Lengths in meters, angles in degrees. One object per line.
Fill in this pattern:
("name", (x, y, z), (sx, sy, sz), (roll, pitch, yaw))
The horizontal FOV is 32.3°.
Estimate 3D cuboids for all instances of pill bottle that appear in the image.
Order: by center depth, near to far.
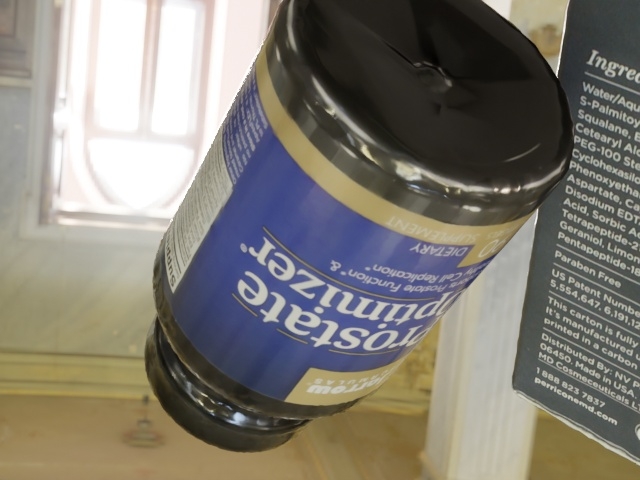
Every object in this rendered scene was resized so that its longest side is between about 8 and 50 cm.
("pill bottle", (0.000, 0.000, 0.472), (0.122, 0.219, 0.123), (15, -132, -17))

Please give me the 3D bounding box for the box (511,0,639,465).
("box", (0.298, -0.073, 0.672), (0.212, 0.396, 0.293), (28, -132, 31))
